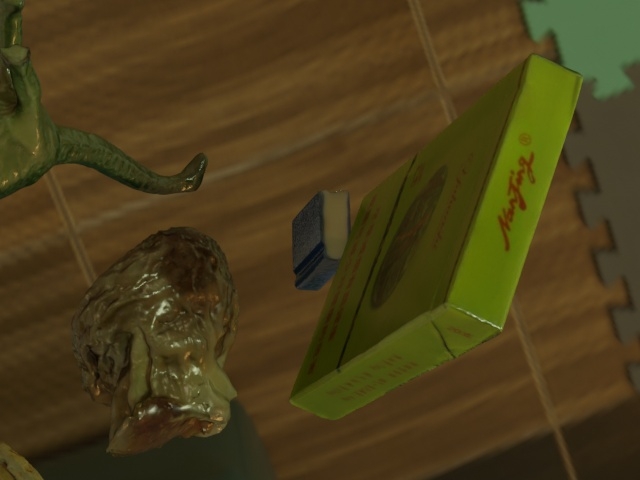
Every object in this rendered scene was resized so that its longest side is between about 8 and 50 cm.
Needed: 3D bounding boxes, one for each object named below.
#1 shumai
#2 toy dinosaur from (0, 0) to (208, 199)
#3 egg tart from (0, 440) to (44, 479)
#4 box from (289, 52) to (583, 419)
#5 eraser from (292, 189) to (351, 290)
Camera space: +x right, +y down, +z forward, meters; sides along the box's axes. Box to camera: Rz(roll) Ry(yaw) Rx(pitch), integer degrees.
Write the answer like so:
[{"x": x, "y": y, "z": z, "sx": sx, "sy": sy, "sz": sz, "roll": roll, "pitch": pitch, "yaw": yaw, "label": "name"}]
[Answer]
[{"x": -0.129, "y": 0.102, "z": 1.645, "sx": 0.161, "sy": 0.153, "sz": 0.209, "roll": -4, "pitch": 136, "yaw": -28, "label": "shumai"}, {"x": -0.254, "y": -0.039, "z": 1.483, "sx": 0.447, "sy": 0.087, "sz": 0.301, "roll": -38, "pitch": 151, "yaw": -29, "label": "toy dinosaur"}, {"x": -0.359, "y": 0.317, "z": 1.823, "sx": 0.290, "sy": 0.107, "sz": 0.291, "roll": 5, "pitch": 99, "yaw": 34, "label": "egg tart"}, {"x": 0.073, "y": 0.009, "z": 1.343, "sx": 0.047, "sy": 0.335, "sz": 0.187, "roll": 25, "pitch": 69, "yaw": -10, "label": "box"}, {"x": 0.000, "y": 0.000, "z": 1.601, "sx": 0.027, "sy": 0.085, "sz": 0.063, "roll": 5, "pitch": 71, "yaw": -17, "label": "eraser"}]
